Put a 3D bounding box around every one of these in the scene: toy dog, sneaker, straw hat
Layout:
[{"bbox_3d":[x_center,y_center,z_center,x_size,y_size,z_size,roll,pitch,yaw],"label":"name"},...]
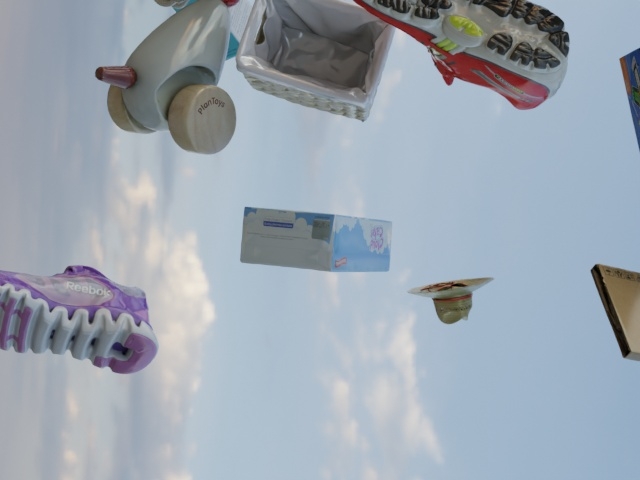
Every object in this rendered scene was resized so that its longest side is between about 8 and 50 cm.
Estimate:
[{"bbox_3d":[-0.173,-0.266,1.338,0.220,0.161,0.334,-10,-112,33],"label":"toy dog"},{"bbox_3d":[-0.295,0.070,1.275,0.104,0.236,0.095,-91,-155,-44],"label":"sneaker"},{"bbox_3d":[0.208,0.098,1.772,0.144,0.144,0.061,178,-97,-74],"label":"straw hat"},{"bbox_3d":[0.133,-0.224,1.229,0.107,0.279,0.118,-48,162,-26],"label":"sneaker"}]

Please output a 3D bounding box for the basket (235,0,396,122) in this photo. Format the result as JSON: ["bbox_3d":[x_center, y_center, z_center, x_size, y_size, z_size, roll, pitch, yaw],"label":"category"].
[{"bbox_3d":[-0.003,-0.220,1.347,0.103,0.167,0.113,71,37,-80],"label":"basket"}]

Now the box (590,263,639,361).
[{"bbox_3d":[0.491,0.115,1.603,0.164,0.201,0.021,-99,-150,-43],"label":"box"}]

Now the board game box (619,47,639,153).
[{"bbox_3d":[0.511,-0.151,1.647,0.145,0.027,0.281,156,-77,-70],"label":"board game box"}]

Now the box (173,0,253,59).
[{"bbox_3d":[-0.188,-0.383,1.656,0.060,0.244,0.100,-17,-139,27],"label":"box"}]

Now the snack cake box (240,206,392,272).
[{"bbox_3d":[0.000,0.000,1.781,0.264,0.152,0.089,3,91,-68],"label":"snack cake box"}]
